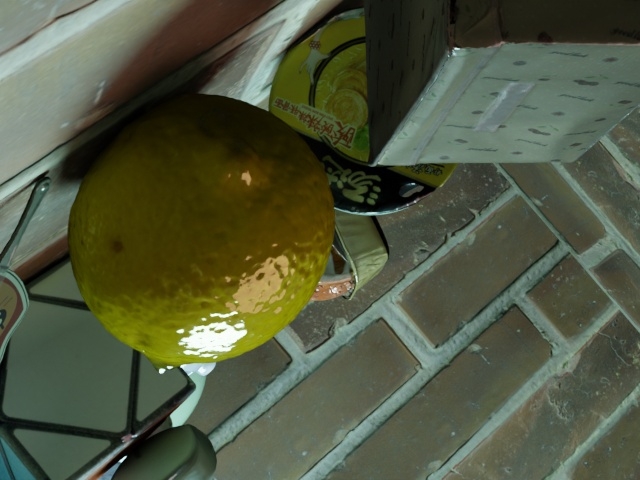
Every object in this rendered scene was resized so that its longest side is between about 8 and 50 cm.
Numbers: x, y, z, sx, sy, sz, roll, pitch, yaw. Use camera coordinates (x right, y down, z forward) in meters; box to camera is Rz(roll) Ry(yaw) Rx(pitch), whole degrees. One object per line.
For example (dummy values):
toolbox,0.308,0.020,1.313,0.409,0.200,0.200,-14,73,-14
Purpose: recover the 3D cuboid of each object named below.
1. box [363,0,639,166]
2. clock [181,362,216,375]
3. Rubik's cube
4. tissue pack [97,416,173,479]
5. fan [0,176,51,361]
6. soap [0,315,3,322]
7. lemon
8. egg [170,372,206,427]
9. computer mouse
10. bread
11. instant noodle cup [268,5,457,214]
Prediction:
box,0.149,-0.199,0.992,0.190,0.225,0.297,0,168,-9
clock,-0.296,0.191,1.834,0.254,0.189,0.189,-42,176,8
Rubik's cube,-0.297,0.170,1.393,0.207,0.205,0.205,-36,174,-34
tissue pack,-0.390,0.293,1.665,0.288,0.124,0.394,4,151,-28
fan,-0.273,0.045,1.053,0.220,0.009,0.132,-64,161,1
soap,-0.369,0.113,1.062,0.119,0.066,0.198,-49,172,38
lemon,-0.099,-0.012,1.116,0.228,0.228,0.253,-36,173,-48
egg,-0.302,0.232,2.011,0.283,0.203,0.203,-43,177,-24
computer mouse,-0.181,0.258,1.438,0.128,0.079,0.231,-38,-178,-9
bread,0.000,0.000,2.273,0.212,0.224,0.142,-17,159,-23
instant noodle cup,0.044,-0.137,1.411,0.215,0.215,0.236,-40,-175,-1
